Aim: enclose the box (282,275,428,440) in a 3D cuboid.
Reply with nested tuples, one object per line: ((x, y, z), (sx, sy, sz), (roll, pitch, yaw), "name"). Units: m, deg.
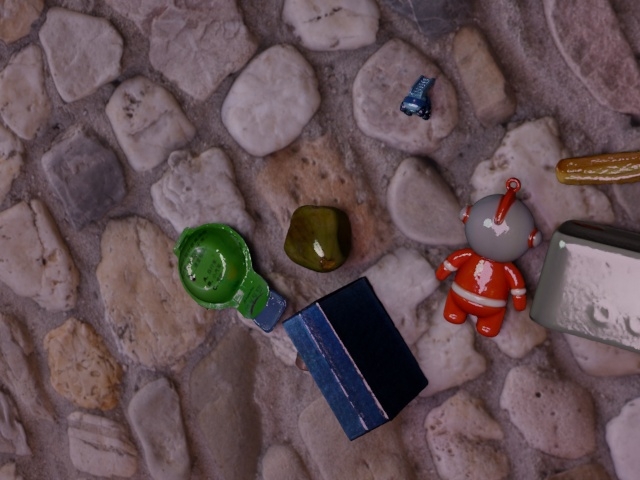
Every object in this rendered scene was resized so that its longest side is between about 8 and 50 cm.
((0.077, 0.239, 1.993), (0.116, 0.261, 0.279), (-32, 85, 27), "box")

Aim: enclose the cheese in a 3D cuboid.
((-0.214, 0.086, 2.196), (0.320, 0.083, 0.204), (37, 108, 17), "cheese")

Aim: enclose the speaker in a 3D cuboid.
((0.614, 0.099, 1.775), (0.406, 0.183, 0.184), (15, 110, 22), "speaker")

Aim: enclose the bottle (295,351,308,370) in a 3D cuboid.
((-0.018, 0.225, 2.148), (0.053, 0.053, 0.140), (21, 105, 20), "bottle")

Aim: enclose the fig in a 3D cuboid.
((0.000, 0.000, 2.058), (0.144, 0.154, 0.165), (82, 163, -45), "fig")

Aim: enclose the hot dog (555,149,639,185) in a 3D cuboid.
((0.565, -0.135, 1.842), (0.216, 0.047, 0.066), (-6, 59, 23), "hot dog")

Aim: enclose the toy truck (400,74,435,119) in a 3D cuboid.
((0.206, -0.299, 1.967), (0.056, 0.073, 0.090), (20, 92, 20), "toy truck")

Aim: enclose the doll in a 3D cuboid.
((0.347, 0.028, 1.939), (0.200, 0.105, 0.336), (20, 113, 21), "doll")
